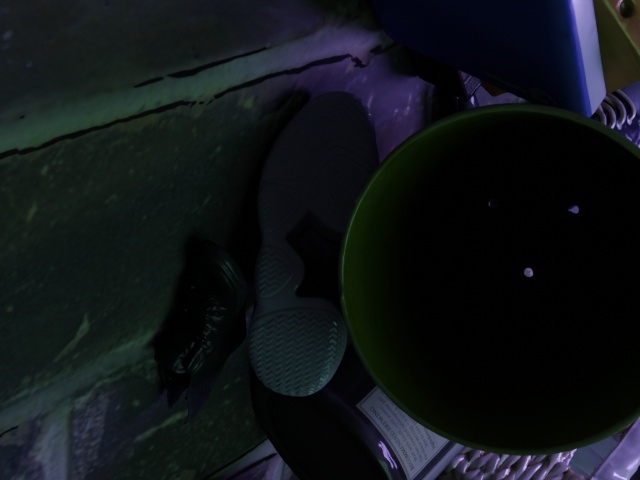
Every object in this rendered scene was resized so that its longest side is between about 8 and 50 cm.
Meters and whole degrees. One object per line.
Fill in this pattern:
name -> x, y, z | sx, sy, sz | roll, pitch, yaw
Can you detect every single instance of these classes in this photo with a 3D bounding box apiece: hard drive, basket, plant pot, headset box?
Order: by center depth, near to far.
hard drive -> 0.097, -0.216, 0.773 | 0.040, 0.210, 0.318 | -55, 152, -9
plant pot -> 0.184, 0.011, 0.942 | 0.274, 0.275, 0.293 | -65, 170, 15
headset box -> 0.116, -0.176, 1.001 | 0.032, 0.062, 0.083 | -53, 152, -9
basket -> 0.273, 0.297, 1.451 | 0.328, 0.266, 0.331 | -41, 160, -28

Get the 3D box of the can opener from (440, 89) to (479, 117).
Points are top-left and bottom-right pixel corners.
can opener -> 0.159, -0.099, 1.148 | 0.073, 0.059, 0.186 | -44, 149, -22

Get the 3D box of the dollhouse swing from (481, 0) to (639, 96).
dollhouse swing -> 0.230, -0.332, 0.945 | 0.315, 0.305, 0.347 | 45, 75, -29

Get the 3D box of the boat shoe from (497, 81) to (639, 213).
boat shoe -> 0.346, -0.145, 1.315 | 0.340, 0.127, 0.158 | -51, 159, -10

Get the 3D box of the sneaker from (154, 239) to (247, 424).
sneaker -> -0.108, 0.082, 0.924 | 0.089, 0.051, 0.170 | -44, 152, -29

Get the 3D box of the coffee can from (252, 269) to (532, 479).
coffee can -> 0.093, 0.142, 1.139 | 0.275, 0.201, 0.201 | -40, 147, -29

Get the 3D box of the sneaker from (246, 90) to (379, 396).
sneaker -> 0.000, 0.000, 0.971 | 0.153, 0.101, 0.268 | -15, 115, -80
